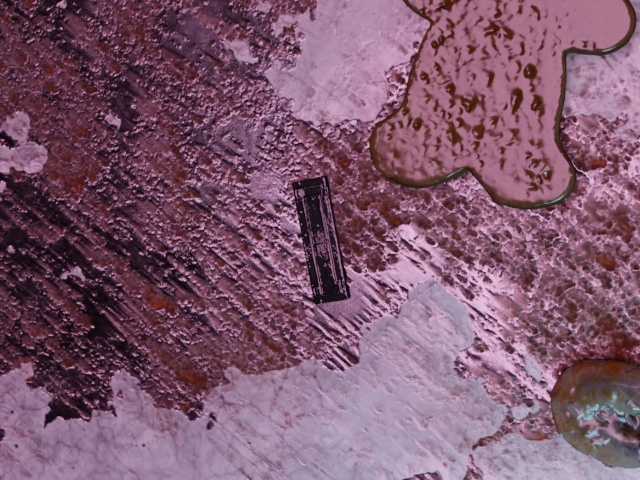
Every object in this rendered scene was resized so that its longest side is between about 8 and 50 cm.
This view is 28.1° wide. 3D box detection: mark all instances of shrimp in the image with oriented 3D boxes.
[{"bbox_3d":[0.500,0.268,1.926,0.317,0.062,0.164,5,101,23],"label":"shrimp"}]

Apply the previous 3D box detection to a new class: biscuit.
[{"bbox_3d":[0.276,-0.253,1.953,0.368,0.076,0.394,12,101,16],"label":"biscuit"}]

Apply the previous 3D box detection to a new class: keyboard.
[{"bbox_3d":[0.000,0.000,2.087,0.061,0.013,0.204,-10,92,18],"label":"keyboard"}]
